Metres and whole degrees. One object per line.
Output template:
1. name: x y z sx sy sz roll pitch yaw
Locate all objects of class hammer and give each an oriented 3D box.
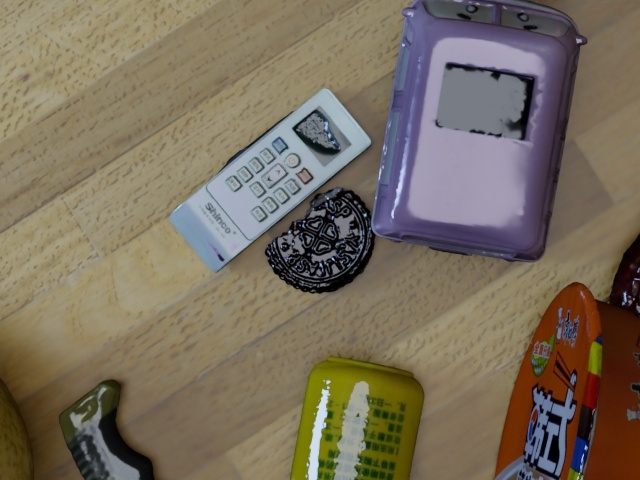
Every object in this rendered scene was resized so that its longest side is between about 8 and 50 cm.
1. hammer: -0.134 0.223 1.449 0.158 0.041 0.226 -35 90 0

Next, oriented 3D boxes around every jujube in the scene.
1. jujube: 0.278 0.022 1.418 0.077 0.077 0.129 36 103 2

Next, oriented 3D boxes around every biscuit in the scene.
1. biscuit: 0.000 0.000 1.448 0.089 0.027 0.087 2 91 3

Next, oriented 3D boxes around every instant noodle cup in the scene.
1. instant noodle cup: 0.252 0.174 1.341 0.192 0.250 0.250 13 91 -6

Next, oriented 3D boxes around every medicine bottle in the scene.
1. medicine bottle: 0.016 0.225 1.413 0.095 0.064 0.261 12 82 -8

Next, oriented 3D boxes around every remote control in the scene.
1. remote control: -0.041 -0.050 1.449 0.166 0.029 0.065 -40 88 -3

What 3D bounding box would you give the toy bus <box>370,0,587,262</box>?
1. toy bus: 0.121 -0.089 1.384 0.142 0.142 0.203 9 90 3

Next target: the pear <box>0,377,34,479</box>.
1. pear: -0.349 0.176 1.354 0.271 0.271 0.271 0 90 2
